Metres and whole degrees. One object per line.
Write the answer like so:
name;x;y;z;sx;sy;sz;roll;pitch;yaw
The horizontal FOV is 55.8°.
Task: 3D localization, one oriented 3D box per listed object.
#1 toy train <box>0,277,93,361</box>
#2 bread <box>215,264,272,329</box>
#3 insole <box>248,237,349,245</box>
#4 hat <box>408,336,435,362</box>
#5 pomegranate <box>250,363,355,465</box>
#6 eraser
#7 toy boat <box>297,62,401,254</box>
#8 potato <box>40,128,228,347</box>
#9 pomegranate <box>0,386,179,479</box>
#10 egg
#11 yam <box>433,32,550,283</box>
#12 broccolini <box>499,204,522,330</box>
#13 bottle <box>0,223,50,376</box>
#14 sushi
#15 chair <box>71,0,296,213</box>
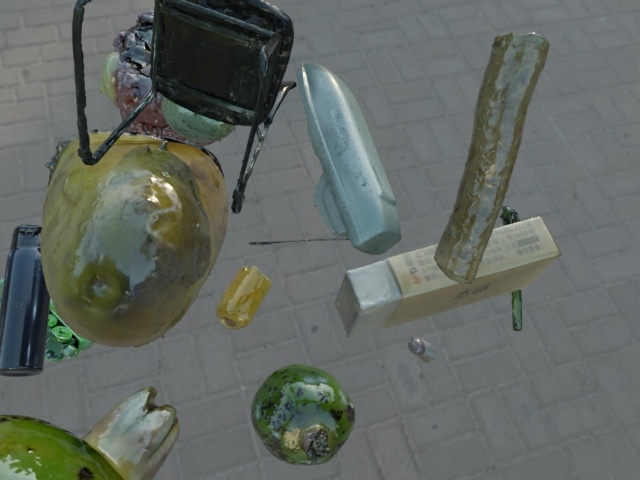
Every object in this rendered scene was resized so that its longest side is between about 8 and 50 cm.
toy train;-0.599;0.163;1.322;0.251;0.085;0.119;40;23;15
bread;-0.223;0.159;1.689;0.085;0.134;0.173;44;60;-29
insole;0.000;0.000;1.457;0.349;0.119;0.009;-3;91;-20
hat;0.284;0.313;1.711;0.087;0.058;0.042;55;32;3
pomegranate;-0.038;0.428;1.457;0.254;0.254;0.270;-15;21;-15
eraser;0.199;0.060;0.967;0.344;0.144;0.078;-15;66;-13
toy boat;0.018;-0.102;0.699;0.085;0.078;0.260;-29;65;26
potato;-0.195;0.000;0.643;0.229;0.229;0.266;-8;29;-11
pomegranate;-0.169;0.171;0.358;0.180;0.180;0.209;31;49;12
egg;-0.153;-0.168;0.773;0.110;0.085;0.085;31;58;34
yam;0.201;-0.093;0.725;0.066;0.299;0.066;11;14;-3
broccolini;0.406;0.066;1.289;0.062;0.123;0.271;-9;65;27
bottle;-0.472;0.093;0.973;0.072;0.082;0.244;1;69;-11
sushi;-0.270;-0.280;1.067;0.237;0.170;0.270;-2;53;-3
chair;-0.091;-0.153;0.524;0.140;0.145;0.221;20;40;0
